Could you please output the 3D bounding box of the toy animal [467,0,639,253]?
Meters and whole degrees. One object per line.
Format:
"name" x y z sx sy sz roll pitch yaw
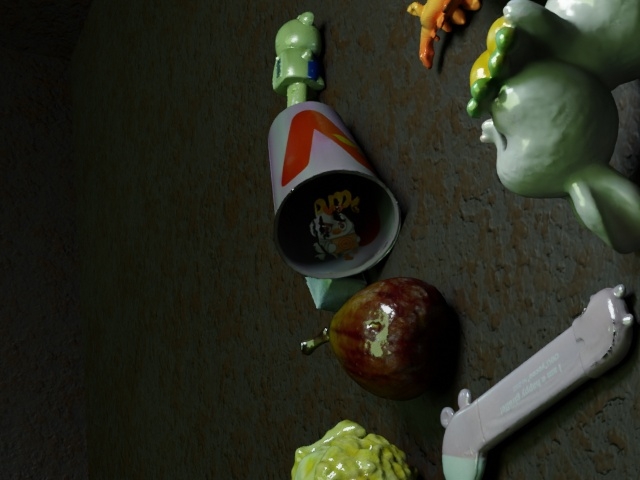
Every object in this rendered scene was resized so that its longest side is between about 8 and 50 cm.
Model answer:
"toy animal" 0.280 -0.156 1.390 0.183 0.247 0.310 132 158 -77

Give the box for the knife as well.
"knife" 0.255 0.184 1.555 0.398 0.038 0.132 -50 41 47

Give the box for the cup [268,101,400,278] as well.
"cup" 0.002 -0.099 2.045 0.288 0.203 0.203 -108 35 -56

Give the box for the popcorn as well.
"popcorn" 0.037 0.369 1.771 0.256 0.195 0.255 -35 37 62

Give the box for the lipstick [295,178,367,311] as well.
"lipstick" 0.000 0.000 2.125 0.076 0.077 0.289 -63 31 34

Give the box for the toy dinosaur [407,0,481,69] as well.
"toy dinosaur" 0.191 -0.381 1.841 0.117 0.070 0.288 36 120 51

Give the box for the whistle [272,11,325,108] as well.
"whistle" -0.038 -0.303 2.296 0.105 0.085 0.227 142 133 -57

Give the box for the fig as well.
"fig" 0.069 0.141 1.828 0.274 0.145 0.170 -7 75 50
